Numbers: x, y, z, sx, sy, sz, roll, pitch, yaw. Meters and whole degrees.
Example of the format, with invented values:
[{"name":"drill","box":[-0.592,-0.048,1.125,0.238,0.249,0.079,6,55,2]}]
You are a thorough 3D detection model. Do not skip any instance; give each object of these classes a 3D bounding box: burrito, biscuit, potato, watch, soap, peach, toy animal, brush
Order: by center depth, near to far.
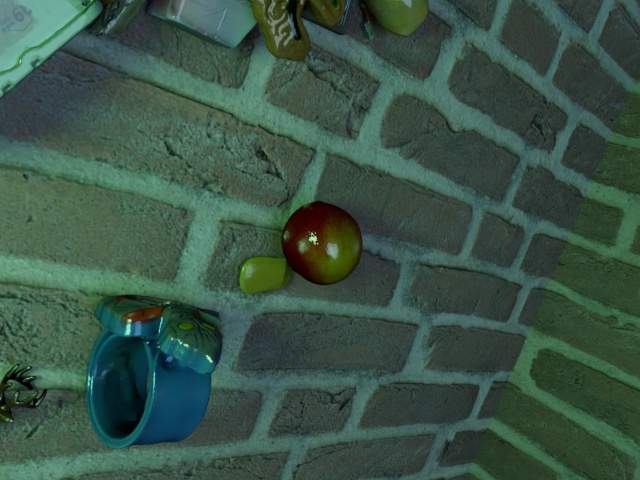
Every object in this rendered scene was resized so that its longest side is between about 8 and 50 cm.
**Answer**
[{"name":"burrito","box":[-0.320,-0.385,1.012,0.149,0.041,0.055,-59,143,-6]},{"name":"toy animal","box":[-0.620,0.291,1.022,0.260,0.087,0.243,-48,136,-11]},{"name":"biscuit","box":[-0.071,-0.473,1.039,0.202,0.047,0.334,-46,130,-15]},{"name":"soap","box":[-0.150,-0.504,1.068,0.193,0.109,0.324,14,98,-45]},{"name":"watch","box":[-0.295,0.256,1.151,0.241,0.305,0.274,14,92,-44]},{"name":"potato","box":[0.161,-0.531,1.343,0.178,0.118,0.109,45,42,-33]},{"name":"brush","box":[0.100,-0.485,1.370,0.021,0.019,0.083,-37,133,-12]},{"name":"peach","box":[0.000,0.000,1.392,0.197,0.197,0.197,-20,122,-36]},{"name":"soap","box":[-0.116,0.076,1.424,0.168,0.033,0.089,-7,116,-42]}]

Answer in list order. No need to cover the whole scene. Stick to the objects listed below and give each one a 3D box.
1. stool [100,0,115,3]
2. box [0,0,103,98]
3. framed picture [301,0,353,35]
[{"name":"stool","box":[-0.330,-0.435,0.932,0.110,0.135,0.134,46,32,-41]},{"name":"box","box":[-0.482,-0.287,0.831,0.312,0.175,0.182,-49,125,-14]},{"name":"framed picture","box":[0.015,-0.576,1.252,0.192,0.018,0.265,5,106,-43]}]
